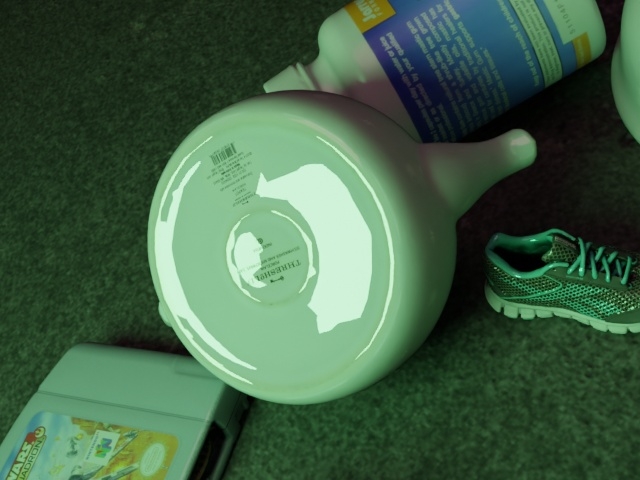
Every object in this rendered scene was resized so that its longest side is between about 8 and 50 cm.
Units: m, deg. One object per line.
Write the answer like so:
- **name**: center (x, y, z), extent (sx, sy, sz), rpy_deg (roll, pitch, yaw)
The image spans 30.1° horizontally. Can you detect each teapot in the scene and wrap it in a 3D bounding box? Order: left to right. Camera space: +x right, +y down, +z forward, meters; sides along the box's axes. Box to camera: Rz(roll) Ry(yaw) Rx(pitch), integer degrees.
- **teapot**: center (0.000, 0.000, 0.931), extent (0.256, 0.187, 0.253), rpy_deg (23, 109, 21)

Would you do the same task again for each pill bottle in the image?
- **pill bottle**: center (0.093, -0.158, 1.030), extent (0.272, 0.152, 0.152), rpy_deg (-30, 47, 3)

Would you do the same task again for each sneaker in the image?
- **sneaker**: center (0.194, 0.025, 0.888), extent (0.166, 0.076, 0.065), rpy_deg (-1, 56, 27)

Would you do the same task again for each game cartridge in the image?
- **game cartridge**: center (-0.190, 0.220, 0.957), extent (0.198, 0.062, 0.297), rpy_deg (6, 59, 26)

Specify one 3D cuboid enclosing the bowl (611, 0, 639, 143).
- **bowl**: center (0.363, -0.194, 0.932), extent (0.297, 0.134, 0.298), rpy_deg (-15, 50, 18)
